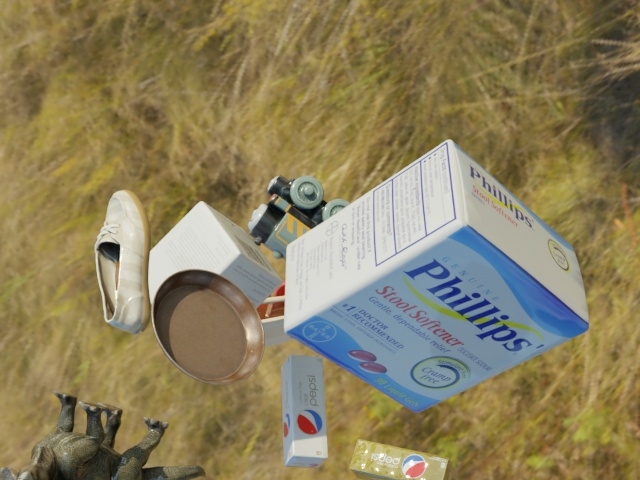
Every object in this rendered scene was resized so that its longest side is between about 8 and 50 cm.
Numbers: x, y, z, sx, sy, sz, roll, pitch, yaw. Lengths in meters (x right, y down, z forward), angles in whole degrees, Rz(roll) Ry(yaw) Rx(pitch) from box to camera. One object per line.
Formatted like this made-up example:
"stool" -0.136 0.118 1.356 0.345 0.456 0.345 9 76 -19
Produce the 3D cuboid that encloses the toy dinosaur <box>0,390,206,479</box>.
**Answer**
"toy dinosaur" -0.273 0.279 1.209 0.121 0.160 0.313 10 167 35

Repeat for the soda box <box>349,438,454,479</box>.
"soda box" 0.150 0.422 1.854 0.181 0.061 0.058 6 151 25

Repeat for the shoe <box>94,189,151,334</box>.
"shoe" -0.282 0.024 1.419 0.076 0.058 0.219 -29 60 39

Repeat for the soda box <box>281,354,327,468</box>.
"soda box" -0.034 0.340 1.995 0.069 0.074 0.216 120 152 -53

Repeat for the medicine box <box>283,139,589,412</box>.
"medicine box" 0.143 0.058 1.279 0.289 0.149 0.263 -32 128 32

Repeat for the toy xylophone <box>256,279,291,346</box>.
"toy xylophone" -0.164 0.161 2.133 0.081 0.322 0.236 68 149 30

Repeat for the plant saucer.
"plant saucer" -0.152 0.117 1.324 0.168 0.168 0.029 53 133 4

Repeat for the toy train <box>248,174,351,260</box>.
"toy train" 0.000 0.000 2.235 0.334 0.190 0.142 36 163 -6

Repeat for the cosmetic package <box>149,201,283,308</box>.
"cosmetic package" -0.199 0.064 1.762 0.151 0.183 0.151 51 -173 36
